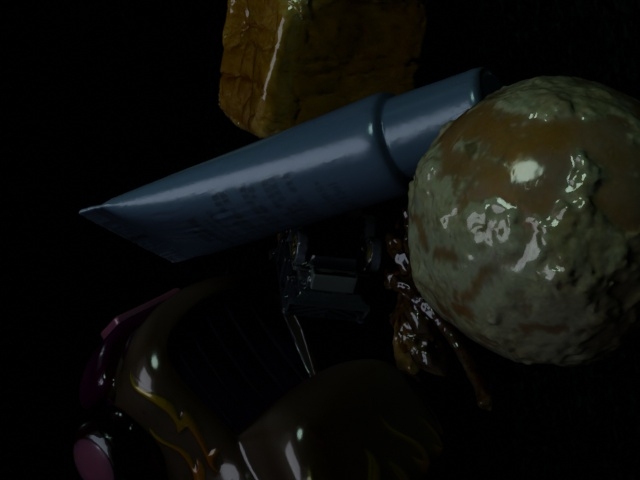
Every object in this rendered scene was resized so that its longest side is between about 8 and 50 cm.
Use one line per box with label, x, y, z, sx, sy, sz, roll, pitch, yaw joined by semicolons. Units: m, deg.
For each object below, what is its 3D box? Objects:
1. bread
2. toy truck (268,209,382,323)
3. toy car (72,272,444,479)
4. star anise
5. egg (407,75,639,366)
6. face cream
bread;-0.002;-0.167;1.523;0.149;0.158;0.143;-140;49;-62
toy truck;0.000;0.000;1.581;0.192;0.083;0.092;-101;20;-54
toy car;-0.046;0.169;1.548;0.340;0.271;0.240;53;137;9
star anise;0.101;0.039;1.440;0.234;0.073;0.177;-169;81;-70
egg;0.159;-0.013;1.182;0.245;0.203;0.203;171;92;-70
face cream;-0.017;-0.055;1.452;0.385;0.135;0.086;-18;60;30
